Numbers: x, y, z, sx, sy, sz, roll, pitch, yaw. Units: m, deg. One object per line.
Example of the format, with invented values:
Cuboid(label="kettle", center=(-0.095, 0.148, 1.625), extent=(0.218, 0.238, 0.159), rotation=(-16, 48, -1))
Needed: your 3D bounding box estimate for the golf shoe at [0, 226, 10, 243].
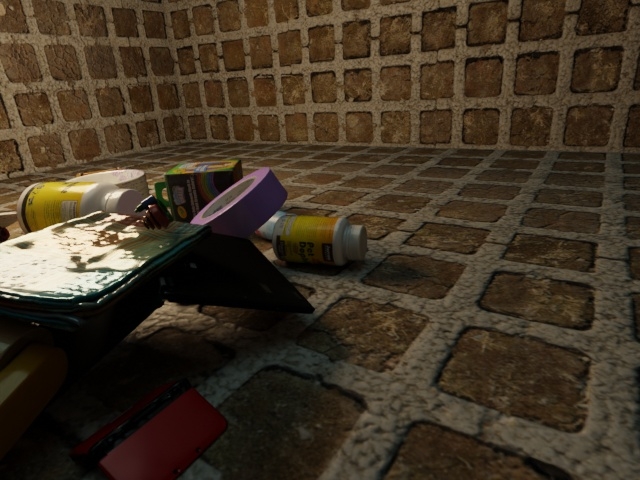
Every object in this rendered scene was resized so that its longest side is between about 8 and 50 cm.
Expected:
Cuboid(label="golf shoe", center=(-1.049, 0.016, 1.279), extent=(0.086, 0.068, 0.186), rotation=(-19, 4, 45))

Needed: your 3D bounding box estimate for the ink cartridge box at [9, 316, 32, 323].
Cuboid(label="ink cartridge box", center=(-0.569, 0.107, 0.746), extent=(0.218, 0.092, 0.158), rotation=(-37, 1, 34))

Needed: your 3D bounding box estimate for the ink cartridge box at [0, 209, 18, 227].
Cuboid(label="ink cartridge box", center=(-1.001, -0.069, 1.272), extent=(0.224, 0.056, 0.181), rotation=(-24, 2, 15))

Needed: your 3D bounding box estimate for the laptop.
Cuboid(label="laptop", center=(-0.295, 0.129, 0.813), extent=(0.407, 0.237, 0.382), rotation=(11, 14, -31))

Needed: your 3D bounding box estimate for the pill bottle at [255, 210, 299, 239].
Cuboid(label="pill bottle", center=(-0.105, -0.037, 1.184), extent=(0.160, 0.087, 0.087), rotation=(14, 27, 39))

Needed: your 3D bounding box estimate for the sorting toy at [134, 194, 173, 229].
Cuboid(label="sorting toy", center=(-0.303, -0.046, 0.765), extent=(0.042, 0.061, 0.102), rotation=(-34, 17, -6))

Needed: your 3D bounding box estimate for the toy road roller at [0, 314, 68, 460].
Cuboid(label="toy road roller", center=(-0.456, 0.156, 0.435), extent=(0.202, 0.241, 0.330), rotation=(16, 33, 2))

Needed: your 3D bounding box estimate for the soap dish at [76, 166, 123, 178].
Cuboid(label="soap dish", center=(-0.921, -0.227, 1.795), extent=(0.228, 0.118, 0.290), rotation=(-14, 22, -25))

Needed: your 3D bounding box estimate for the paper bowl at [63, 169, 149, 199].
Cuboid(label="paper bowl", center=(-0.774, -0.159, 1.546), extent=(0.284, 0.148, 0.284), rotation=(-3, 21, 1))

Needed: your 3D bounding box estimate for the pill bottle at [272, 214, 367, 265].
Cuboid(label="pill bottle", center=(0.000, 0.000, 1.025), extent=(0.214, 0.117, 0.117), rotation=(3, 22, 20))

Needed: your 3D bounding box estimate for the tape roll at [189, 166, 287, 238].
Cuboid(label="tape roll", center=(-0.225, -0.085, 1.160), extent=(0.274, 0.090, 0.275), rotation=(-30, 21, 13))

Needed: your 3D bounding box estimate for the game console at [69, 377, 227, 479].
Cuboid(label="game console", center=(-0.219, 0.256, 0.547), extent=(0.124, 0.085, 0.144), rotation=(-28, 2, 38))

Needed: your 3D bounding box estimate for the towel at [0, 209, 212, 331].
Cuboid(label="towel", center=(-0.371, 0.017, 0.676), extent=(0.271, 0.040, 0.370), rotation=(8, 19, 9))

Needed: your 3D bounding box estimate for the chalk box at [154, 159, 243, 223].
Cuboid(label="chalk box", center=(-0.417, -0.168, 1.459), extent=(0.288, 0.180, 0.179), rotation=(-3, 21, 1))

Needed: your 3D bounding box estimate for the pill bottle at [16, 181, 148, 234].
Cuboid(label="pill bottle", center=(-0.710, -0.084, 1.282), extent=(0.333, 0.188, 0.188), rotation=(1, 22, 13))
